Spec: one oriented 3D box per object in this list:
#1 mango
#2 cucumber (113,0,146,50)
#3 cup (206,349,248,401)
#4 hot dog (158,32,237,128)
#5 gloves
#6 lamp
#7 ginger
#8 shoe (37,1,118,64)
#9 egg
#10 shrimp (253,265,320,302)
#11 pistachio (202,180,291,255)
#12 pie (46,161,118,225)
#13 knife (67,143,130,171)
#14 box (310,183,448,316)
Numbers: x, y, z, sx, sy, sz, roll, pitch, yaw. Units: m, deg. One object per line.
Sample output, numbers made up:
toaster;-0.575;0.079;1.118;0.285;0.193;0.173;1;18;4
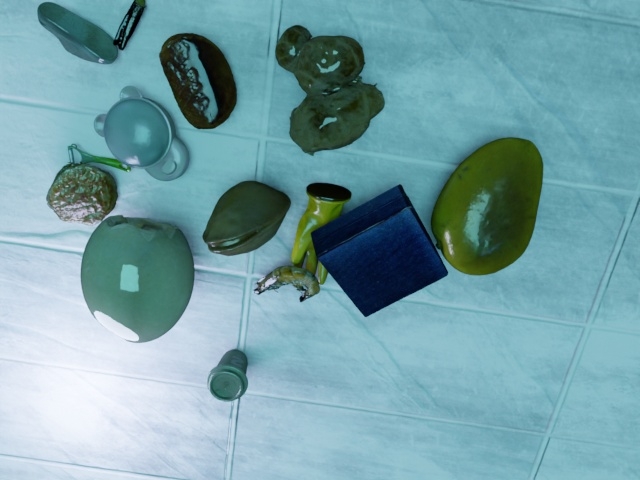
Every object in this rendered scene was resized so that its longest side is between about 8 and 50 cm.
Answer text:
mango;0.426;-0.084;1.239;0.253;0.182;0.364;22;110;-5
cucumber;-0.461;-0.526;1.194;0.033;0.034;0.135;29;112;-25
cup;-0.264;0.393;1.457;0.120;0.141;0.120;1;106;3
hot dog;-0.296;-0.386;1.202;0.161;0.099;0.226;-12;110;6
gloves;0.001;0.000;1.336;0.133;0.116;0.294;13;117;6
lamp;-0.445;-0.253;1.252;0.179;0.108;0.246;-39;104;18
ginger;0.016;-0.371;1.181;0.245;0.155;0.304;-13;101;14
shoe;-0.591;-0.491;1.201;0.195;0.079;0.078;34;147;-20
egg;-0.474;0.107;1.290;0.279;0.278;0.336;10;106;-1
shrimp;-0.092;0.131;1.379;0.217;0.051;0.150;-24;133;40
pistachio;-0.183;-0.051;1.237;0.213;0.260;0.162;-19;118;18
pie;-0.635;-0.122;1.322;0.163;0.079;0.193;38;109;-25
knife;-0.586;-0.213;1.313;0.166;0.022;0.078;9;132;-2
box;0.157;0.033;1.283;0.261;0.116;0.279;-28;130;12
